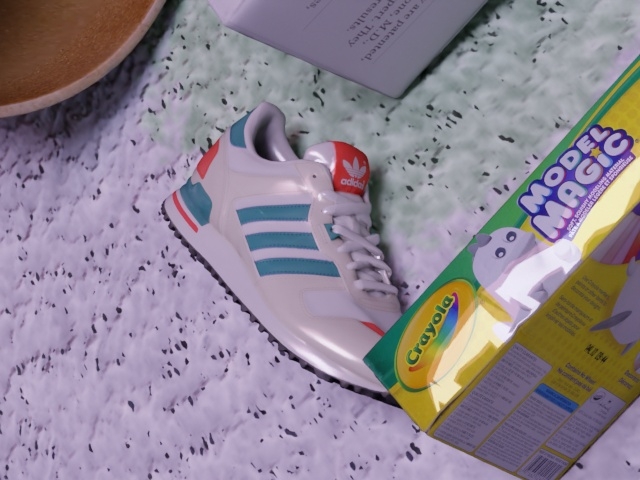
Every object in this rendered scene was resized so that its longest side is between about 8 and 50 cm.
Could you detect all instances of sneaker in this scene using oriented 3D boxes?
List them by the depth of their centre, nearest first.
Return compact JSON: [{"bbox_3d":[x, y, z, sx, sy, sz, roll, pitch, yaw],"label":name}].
[{"bbox_3d":[0.000,0.000,0.595,0.075,0.057,0.161,-55,50,9],"label":"sneaker"}]

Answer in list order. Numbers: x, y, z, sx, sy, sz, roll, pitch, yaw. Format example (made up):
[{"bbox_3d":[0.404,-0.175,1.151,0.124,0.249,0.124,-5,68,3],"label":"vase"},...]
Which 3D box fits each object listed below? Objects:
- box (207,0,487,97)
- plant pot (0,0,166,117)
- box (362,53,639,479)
[{"bbox_3d":[0.013,-0.191,0.605,0.182,0.119,0.181,-47,57,20],"label":"box"},{"bbox_3d":[-0.230,-0.185,0.737,0.254,0.237,0.237,10,76,51],"label":"plant pot"},{"bbox_3d":[0.107,0.000,0.496,0.179,0.105,0.043,-46,54,8],"label":"box"}]
